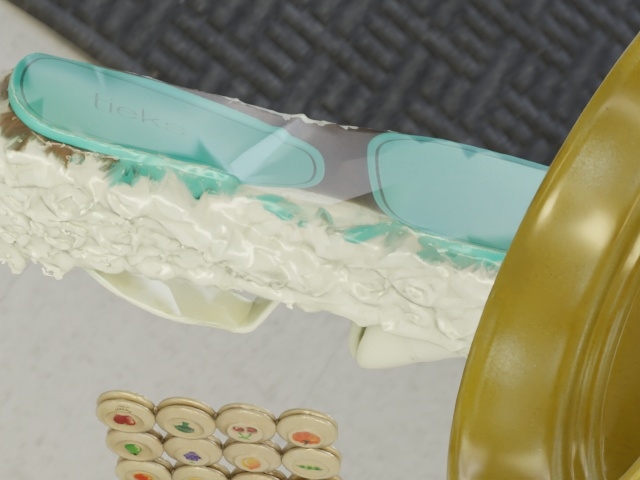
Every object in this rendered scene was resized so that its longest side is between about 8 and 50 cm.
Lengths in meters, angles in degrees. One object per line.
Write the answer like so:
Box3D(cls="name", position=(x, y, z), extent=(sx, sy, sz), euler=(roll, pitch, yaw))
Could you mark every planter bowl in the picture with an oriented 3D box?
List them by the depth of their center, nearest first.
Box3D(cls="planter bowl", position=(0.130, 0.015, 0.558), extent=(0.090, 0.217, 0.217), euler=(28, 62, -10))

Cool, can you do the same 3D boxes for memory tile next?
Box3D(cls="memory tile", position=(-0.059, 0.129, 1.134), extent=(0.148, 0.113, 0.012), euler=(4, 55, 7))

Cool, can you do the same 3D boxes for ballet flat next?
Box3D(cls="ballet flat", position=(0.000, 0.000, 1.046), extent=(0.409, 0.147, 0.147), euler=(15, 65, -5))
